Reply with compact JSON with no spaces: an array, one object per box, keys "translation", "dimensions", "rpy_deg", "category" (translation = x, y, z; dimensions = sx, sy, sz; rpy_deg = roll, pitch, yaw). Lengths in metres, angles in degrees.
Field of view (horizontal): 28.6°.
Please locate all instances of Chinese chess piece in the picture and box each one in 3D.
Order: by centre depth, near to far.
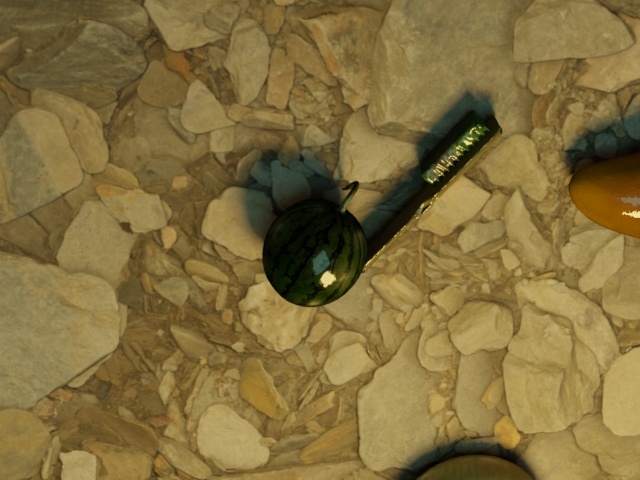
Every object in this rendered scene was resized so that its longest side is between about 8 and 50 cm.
[{"translation":[0.242,0.454,1.982],"dimensions":[0.250,0.101,0.250],"rpy_deg":[-3,118,-5],"category":"Chinese chess piece"}]

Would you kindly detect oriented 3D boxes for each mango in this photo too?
[{"translation":[0.468,-0.066,1.734],"dimensions":[0.253,0.113,0.138],"rpy_deg":[8,121,-2],"category":"mango"}]

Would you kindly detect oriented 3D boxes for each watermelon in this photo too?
[{"translation":[0.000,0.000,1.700],"dimensions":[0.141,0.141,0.187],"rpy_deg":[21,113,-16],"category":"watermelon"}]

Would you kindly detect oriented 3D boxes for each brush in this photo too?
[{"translation":[0.138,-0.067,1.727],"dimensions":[0.048,0.054,0.282],"rpy_deg":[38,108,-13],"category":"brush"}]
